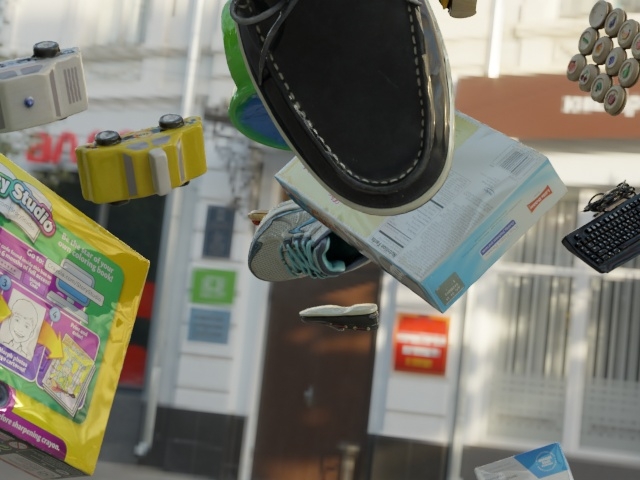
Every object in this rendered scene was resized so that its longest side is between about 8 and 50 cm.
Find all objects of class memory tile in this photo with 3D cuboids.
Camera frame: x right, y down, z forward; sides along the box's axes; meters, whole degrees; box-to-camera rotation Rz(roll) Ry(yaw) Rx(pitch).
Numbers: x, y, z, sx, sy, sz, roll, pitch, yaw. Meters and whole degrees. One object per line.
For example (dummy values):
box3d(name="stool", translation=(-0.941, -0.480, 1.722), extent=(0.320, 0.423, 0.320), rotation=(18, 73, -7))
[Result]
box3d(name="memory tile", translation=(0.357, -0.229, 1.498), extent=(0.012, 0.113, 0.148), rotation=(14, 24, -23))

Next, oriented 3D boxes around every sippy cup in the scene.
box3d(name="sippy cup", translation=(-0.021, -0.288, 1.918), extent=(0.240, 0.224, 0.305), rotation=(2, -23, 6))

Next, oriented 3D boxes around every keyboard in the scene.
box3d(name="keyboard", translation=(0.362, -0.032, 1.428), extent=(0.192, 0.038, 0.100), rotation=(-26, 49, -33))

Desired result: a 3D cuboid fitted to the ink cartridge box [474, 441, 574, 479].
box3d(name="ink cartridge box", translation=(0.251, 0.330, 1.351), extent=(0.104, 0.180, 0.060), rotation=(-20, -31, 7))

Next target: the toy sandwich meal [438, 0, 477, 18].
box3d(name="toy sandwich meal", translation=(0.220, -0.383, 1.876), extent=(0.085, 0.029, 0.085), rotation=(-12, -42, -11))

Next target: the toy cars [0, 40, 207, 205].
box3d(name="toy cars", translation=(-0.302, -0.142, 1.580), extent=(0.393, 0.176, 0.087), rotation=(28, 5, -38))

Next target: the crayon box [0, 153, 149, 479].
box3d(name="crayon box", translation=(-0.394, 0.082, 1.480), extent=(0.106, 0.313, 0.363), rotation=(-11, -36, 33))

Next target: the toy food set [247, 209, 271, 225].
box3d(name="toy food set", translation=(-0.084, -0.035, 2.070), extent=(0.082, 0.020, 0.083), rotation=(8, -12, -12))

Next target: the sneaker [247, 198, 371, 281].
box3d(name="sneaker", translation=(0.000, 0.000, 1.663), extent=(0.283, 0.122, 0.110), rotation=(-24, -66, 33))

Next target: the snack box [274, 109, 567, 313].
box3d(name="snack box", translation=(0.099, -0.064, 1.343), extent=(0.060, 0.187, 0.322), rotation=(51, -8, -38))

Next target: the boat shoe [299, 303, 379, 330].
box3d(name="boat shoe", translation=(0.029, 0.124, 1.899), extent=(0.133, 0.042, 0.049), rotation=(-2, 17, 23))

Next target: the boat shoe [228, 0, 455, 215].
box3d(name="boat shoe", translation=(-0.008, -0.254, 1.072), extent=(0.187, 0.500, 0.156), rotation=(-15, 10, 8))
